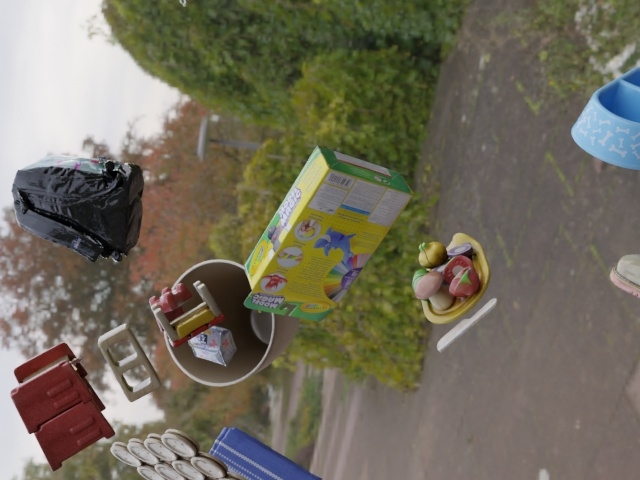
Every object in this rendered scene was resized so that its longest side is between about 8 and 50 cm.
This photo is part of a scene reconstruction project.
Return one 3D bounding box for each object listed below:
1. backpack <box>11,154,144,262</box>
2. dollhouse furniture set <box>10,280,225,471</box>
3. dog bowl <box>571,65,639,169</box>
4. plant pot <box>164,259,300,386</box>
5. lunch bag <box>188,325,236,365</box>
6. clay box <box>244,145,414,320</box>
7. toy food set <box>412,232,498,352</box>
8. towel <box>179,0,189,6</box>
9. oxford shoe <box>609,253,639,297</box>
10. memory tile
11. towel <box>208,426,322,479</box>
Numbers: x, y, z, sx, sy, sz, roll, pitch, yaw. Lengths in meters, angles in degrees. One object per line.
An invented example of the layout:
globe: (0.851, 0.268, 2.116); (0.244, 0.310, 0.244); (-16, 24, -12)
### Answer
backpack: (-0.355, -0.058, 1.253); (0.115, 0.182, 0.152); (-53, -28, -75)
dollhouse furniture set: (-0.344, 0.220, 1.501); (0.152, 0.374, 0.201); (63, 167, -11)
dog bowl: (0.548, -0.216, 1.435); (0.297, 0.166, 0.074); (-29, -39, -39)
plant pot: (-0.155, 0.175, 1.843); (0.274, 0.256, 0.256); (9, -93, -67)
lunch bag: (-0.199, 0.182, 1.542); (0.083, 0.071, 0.053); (82, -150, -45)
clay box: (0.000, 0.000, 1.041); (0.222, 0.127, 0.053); (-56, 37, 28)
toy food set: (0.192, 0.055, 1.316); (0.128, 0.071, 0.218); (-39, 25, 18)
towel: (-0.262, -0.507, 1.582); (0.148, 0.027, 0.110); (143, 119, -86)
oxford shoe: (0.680, 0.049, 1.376); (0.140, 0.397, 0.146); (-41, -45, -63)
memory tile: (-0.139, 0.229, 0.854); (0.148, 0.113, 0.012); (-24, 30, 47)
towel: (-0.174, 0.577, 1.740); (0.336, 0.243, 0.040); (-58, -12, -20)
